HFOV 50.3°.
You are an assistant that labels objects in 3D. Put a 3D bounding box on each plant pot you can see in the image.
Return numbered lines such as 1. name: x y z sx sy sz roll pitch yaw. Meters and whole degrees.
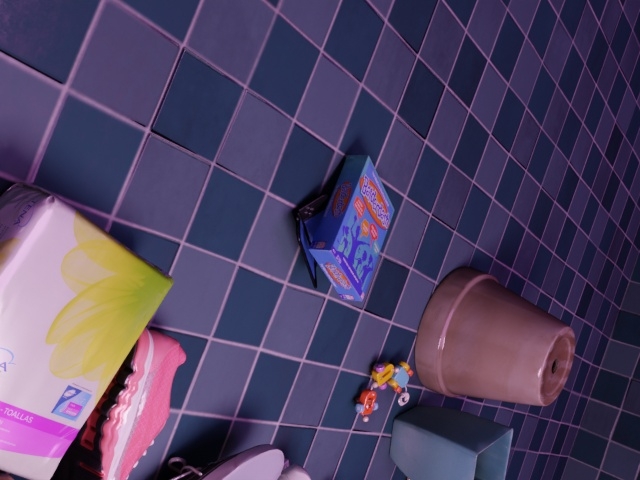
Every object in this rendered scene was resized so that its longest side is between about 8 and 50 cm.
1. plant pot: 0.426 0.248 1.604 0.323 0.281 0.322 -19 116 -44
2. plant pot: 0.286 0.480 1.557 0.166 0.234 0.165 -12 112 -46

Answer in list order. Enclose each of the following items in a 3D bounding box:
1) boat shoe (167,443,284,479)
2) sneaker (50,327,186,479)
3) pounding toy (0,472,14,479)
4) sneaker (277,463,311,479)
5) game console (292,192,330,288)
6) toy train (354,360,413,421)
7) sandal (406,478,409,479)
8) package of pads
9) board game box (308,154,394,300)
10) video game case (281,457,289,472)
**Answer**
1. boat shoe: -0.198 0.399 1.062 0.306 0.105 0.113 -29 129 -33
2. sneaker: -0.266 0.268 0.925 0.136 0.116 0.313 25 85 -53
3. pounding toy: -0.412 0.418 0.773 0.154 0.155 0.269 39 73 -44
4. sneaker: -0.092 0.551 1.221 0.152 0.114 0.304 9 102 -42
5. game console: 0.000 0.000 1.168 0.107 0.071 0.122 -33 129 -20
6. toy train: 0.131 0.316 1.468 0.166 0.046 0.125 2 103 -47
7. sandal: 0.250 0.626 1.692 0.240 0.079 0.088 -59 139 -16
8. package of pads: -0.339 0.108 0.791 0.296 0.101 0.229 -61 141 -16
9. board game box: 0.062 -0.022 1.213 0.160 0.047 0.210 57 45 -46
10. video game case: -0.088 0.486 1.296 0.087 0.011 0.121 -28 124 -41
